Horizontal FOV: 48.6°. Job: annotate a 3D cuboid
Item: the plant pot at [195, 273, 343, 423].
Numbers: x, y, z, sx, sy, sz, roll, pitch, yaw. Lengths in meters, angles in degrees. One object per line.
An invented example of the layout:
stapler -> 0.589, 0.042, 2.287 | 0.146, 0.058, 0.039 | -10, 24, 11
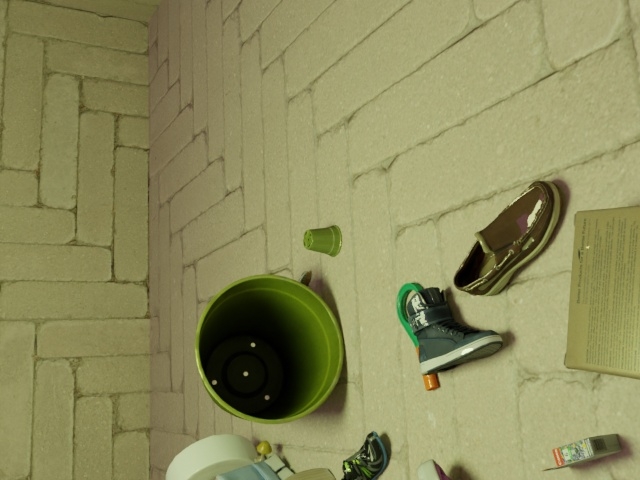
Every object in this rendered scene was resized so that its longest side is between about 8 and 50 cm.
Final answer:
plant pot -> -0.165, 0.318, 1.863 | 0.353, 0.366, 0.366 | 126, 139, -63

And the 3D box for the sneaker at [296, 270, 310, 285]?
sneaker -> -0.053, 0.114, 1.953 | 0.037, 0.032, 0.083 | 54, 132, 49

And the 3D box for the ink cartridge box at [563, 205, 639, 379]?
ink cartridge box -> 0.442, 0.073, 0.975 | 0.193, 0.088, 0.234 | 177, 99, -66

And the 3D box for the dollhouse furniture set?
dollhouse furniture set -> -0.162, 0.625, 1.836 | 0.303, 0.286, 0.198 | 35, 118, 44

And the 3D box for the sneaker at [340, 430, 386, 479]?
sneaker -> 0.092, 0.509, 1.600 | 0.067, 0.078, 0.188 | 58, 135, 46

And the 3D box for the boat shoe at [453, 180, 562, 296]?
boat shoe -> 0.316, 0.004, 1.227 | 0.257, 0.095, 0.095 | -65, 36, 34

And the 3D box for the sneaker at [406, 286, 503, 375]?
sneaker -> 0.245, 0.157, 1.350 | 0.226, 0.086, 0.163 | -37, 59, 56

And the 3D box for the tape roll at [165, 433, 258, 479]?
tape roll -> -0.308, 0.709, 2.101 | 0.100, 0.286, 0.286 | 54, 133, 49

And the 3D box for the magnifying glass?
magnifying glass -> 0.207, 0.198, 1.484 | 0.092, 0.026, 0.231 | -44, 48, 50

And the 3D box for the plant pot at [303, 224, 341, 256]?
plant pot -> 0.000, 0.000, 1.820 | 0.083, 0.079, 0.083 | -8, 81, 61

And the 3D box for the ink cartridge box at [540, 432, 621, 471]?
ink cartridge box -> 0.394, 0.326, 1.087 | 0.115, 0.063, 0.029 | -45, 50, 50

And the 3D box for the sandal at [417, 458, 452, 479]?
sandal -> 0.290, 0.530, 1.206 | 0.102, 0.169, 0.416 | -36, 43, 4
